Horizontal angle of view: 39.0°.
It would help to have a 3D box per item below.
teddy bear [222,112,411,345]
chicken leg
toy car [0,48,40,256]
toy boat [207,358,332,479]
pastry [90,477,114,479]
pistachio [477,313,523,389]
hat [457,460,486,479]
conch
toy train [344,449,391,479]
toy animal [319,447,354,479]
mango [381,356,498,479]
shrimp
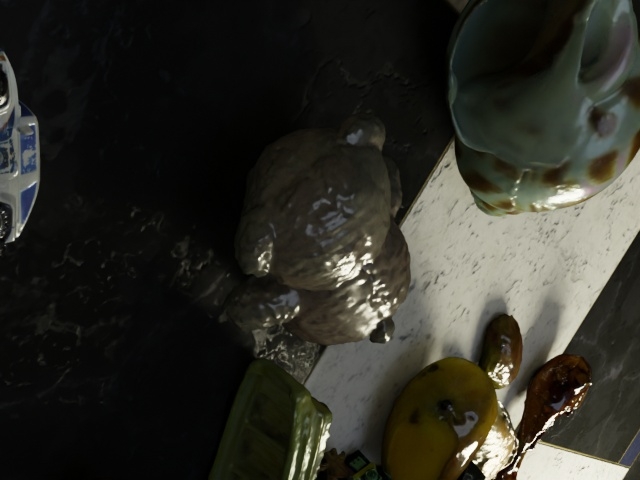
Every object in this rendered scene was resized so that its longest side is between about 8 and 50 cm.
[{"bbox_3d":[0.001,0.001,0.892,0.236,0.151,0.267,-48,142,-14],"label":"teddy bear"},{"bbox_3d":[0.367,0.324,1.572,0.304,0.093,0.113,-61,160,14],"label":"chicken leg"},{"bbox_3d":[-0.242,-0.065,0.641,0.070,0.080,0.171,-18,128,-39],"label":"toy car"},{"bbox_3d":[-0.065,0.265,1.042,0.084,0.111,0.276,-7,121,-50],"label":"toy boat"},{"bbox_3d":[-0.200,0.324,0.887,0.103,0.188,0.189,-35,138,-29],"label":"pastry"},{"bbox_3d":[0.288,0.188,1.417,0.089,0.049,0.173,-38,138,-21],"label":"pistachio"},{"bbox_3d":[0.218,0.356,1.366,0.121,0.050,0.121,-52,178,-3],"label":"hat"},{"bbox_3d":[0.237,-0.152,1.010,0.249,0.197,0.368,8,120,-10],"label":"conch"},{"bbox_3d":[0.068,0.349,1.270,0.050,0.081,0.122,-28,134,-19],"label":"toy train"},{"bbox_3d":[0.028,0.412,1.252,0.054,0.149,0.276,-17,97,-30],"label":"toy animal"},{"bbox_3d":[0.161,0.277,1.282,0.167,0.130,0.262,-25,143,-51],"label":"mango"},{"bbox_3d":[0.233,0.315,1.445,0.164,0.062,0.317,-37,137,-12],"label":"shrimp"}]
